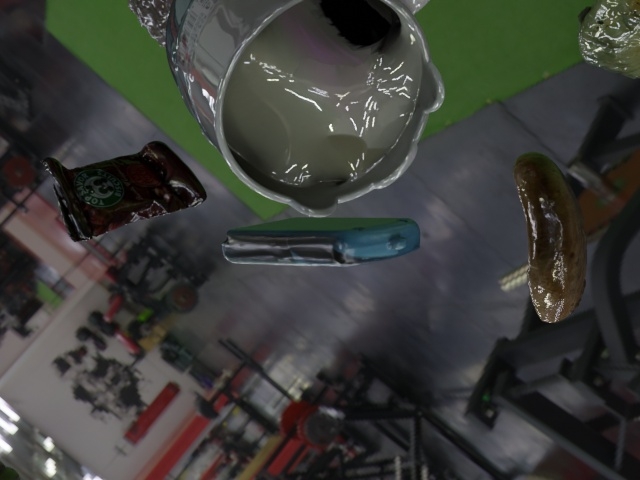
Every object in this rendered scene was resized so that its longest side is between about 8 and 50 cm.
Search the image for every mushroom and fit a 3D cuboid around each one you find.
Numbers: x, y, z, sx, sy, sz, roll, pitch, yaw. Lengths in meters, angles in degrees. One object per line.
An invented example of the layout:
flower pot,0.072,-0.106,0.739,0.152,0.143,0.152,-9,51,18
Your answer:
mushroom,0.272,-0.003,1.068,0.072,0.209,0.094,-7,-178,26

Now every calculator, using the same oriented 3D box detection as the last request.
calculator,0.000,0.000,1.228,0.293,0.173,0.051,1,98,43

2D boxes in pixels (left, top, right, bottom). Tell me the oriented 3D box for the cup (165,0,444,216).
cup,-0.010,-0.201,0.905,0.219,0.289,0.257,40,-173,-39

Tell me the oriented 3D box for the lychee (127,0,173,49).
lychee,-0.137,-0.458,1.536,0.381,0.432,0.380,11,139,10

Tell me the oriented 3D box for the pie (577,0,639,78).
pie,0.367,-0.232,0.793,0.306,0.307,0.071,93,156,-72

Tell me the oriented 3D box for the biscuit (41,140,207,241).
biscuit,-0.315,-0.084,1.432,0.151,0.235,0.063,51,136,25

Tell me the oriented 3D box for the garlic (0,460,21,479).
garlic,-0.531,0.403,1.426,0.194,0.131,0.127,-173,63,-76
